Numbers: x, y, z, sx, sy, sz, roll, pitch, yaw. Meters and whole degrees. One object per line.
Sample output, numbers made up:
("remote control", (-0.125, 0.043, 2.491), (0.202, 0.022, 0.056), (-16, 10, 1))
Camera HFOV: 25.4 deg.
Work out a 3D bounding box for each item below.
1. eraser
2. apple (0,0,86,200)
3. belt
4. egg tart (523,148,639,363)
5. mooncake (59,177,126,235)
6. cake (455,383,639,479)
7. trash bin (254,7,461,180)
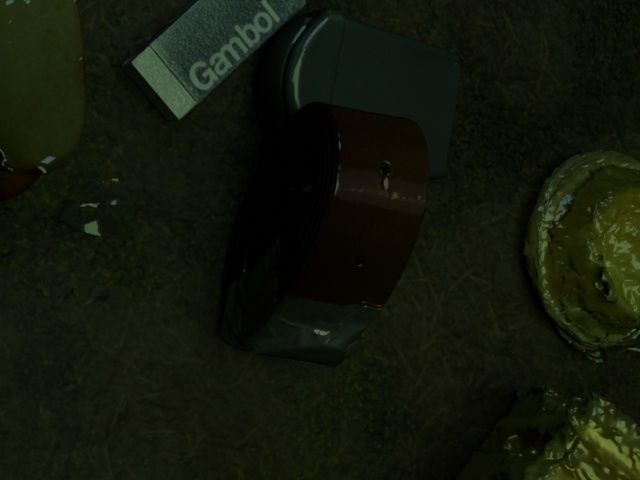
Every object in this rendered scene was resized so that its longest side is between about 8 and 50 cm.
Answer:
("eraser", (-0.121, -0.236, 1.613), (0.212, 0.046, 0.092), (-45, 109, -18))
("apple", (-0.396, -0.189, 1.352), (0.329, 0.295, 0.365), (-22, 105, 3))
("belt", (0.000, 0.000, 1.544), (0.122, 0.339, 0.217), (9, 47, -24))
("egg tart", (0.393, 0.023, 1.839), (0.291, 0.107, 0.291), (0, 91, -25))
("mooncake", (-0.272, -0.180, 1.534), (0.150, 0.057, 0.347), (5, 92, -14))
("cake", (0.277, 0.346, 1.708), (0.227, 0.222, 0.286), (41, 72, -7))
("trash bin", (0.041, -0.168, 1.667), (0.236, 0.101, 0.177), (11, 85, -28))
